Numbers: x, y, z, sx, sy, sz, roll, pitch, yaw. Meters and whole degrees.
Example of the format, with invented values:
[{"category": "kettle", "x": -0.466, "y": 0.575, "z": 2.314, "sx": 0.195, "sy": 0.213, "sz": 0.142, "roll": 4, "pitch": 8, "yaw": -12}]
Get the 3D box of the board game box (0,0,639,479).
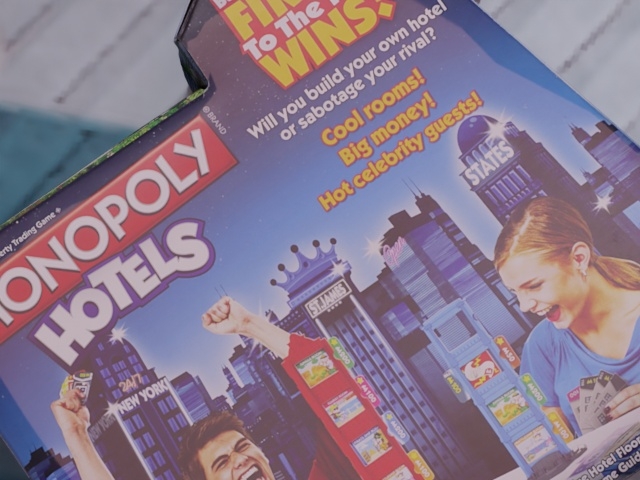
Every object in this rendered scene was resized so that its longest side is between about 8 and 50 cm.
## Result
[{"category": "board game box", "x": 0.000, "y": 0.000, "z": 0.497, "sx": 0.194, "sy": 0.060, "sz": 0.194, "roll": -34, "pitch": 86, "yaw": -5}]
